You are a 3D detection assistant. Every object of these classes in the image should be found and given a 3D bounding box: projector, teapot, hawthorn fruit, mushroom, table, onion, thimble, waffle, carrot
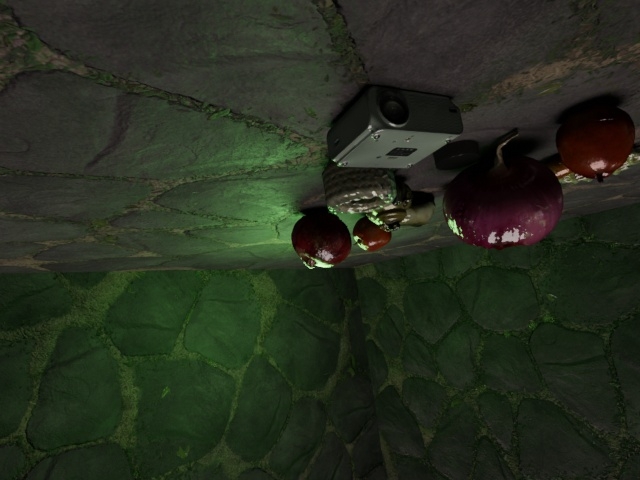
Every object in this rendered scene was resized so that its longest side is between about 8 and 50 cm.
[{"bbox_3d":[0.169,-0.248,0.953,0.250,0.108,0.198,-2,167,-26],"label":"projector"},{"bbox_3d":[0.252,-0.126,1.475,0.173,0.183,0.269,-5,168,-8],"label":"teapot"},{"bbox_3d":[0.727,-0.251,1.091,0.185,0.202,0.185,-6,178,0],"label":"hawthorn fruit"},{"bbox_3d":[0.234,-0.027,1.957,0.200,0.179,0.179,-40,-179,-20],"label":"hawthorn fruit"},{"bbox_3d":[0.352,-0.115,1.762,0.344,0.130,0.247,3,161,-43],"label":"mushroom"},{"bbox_3d":[0.416,-0.258,1.257,0.133,0.043,0.133,-7,170,-1],"label":"table"},{"bbox_3d":[0.572,-0.148,1.332,0.358,0.345,0.358,-25,-173,3],"label":"onion"},{"bbox_3d":[0.115,-0.170,1.222,0.219,0.150,0.219,-7,170,-1],"label":"thimble"},{"bbox_3d":[1.028,-0.278,1.557,0.309,0.056,0.292,-5,169,-8],"label":"waffle"},{"bbox_3d":[0.000,0.000,1.801,0.276,0.276,0.276,-7,170,-1],"label":"onion"},{"bbox_3d":[0.856,-0.266,1.437,0.087,0.087,0.193,-2,167,-28],"label":"carrot"}]
